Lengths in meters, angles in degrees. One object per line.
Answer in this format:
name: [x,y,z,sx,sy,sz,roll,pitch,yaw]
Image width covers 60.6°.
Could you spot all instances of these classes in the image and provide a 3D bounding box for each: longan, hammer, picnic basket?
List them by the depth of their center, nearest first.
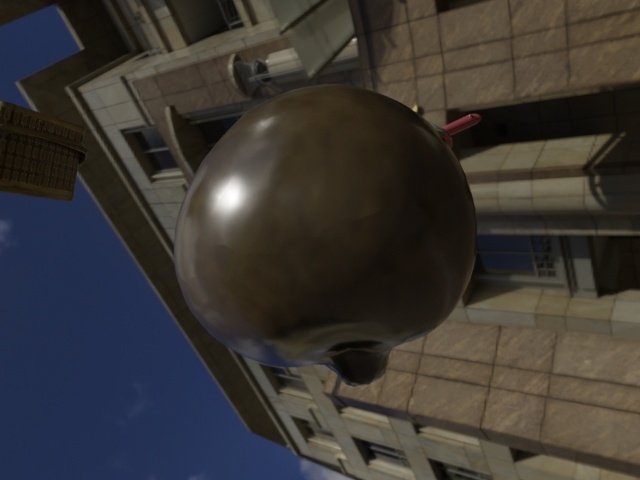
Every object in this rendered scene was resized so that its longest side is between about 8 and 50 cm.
longan: [0.000,0.000,0.531,0.243,0.300,0.300,-18,-75,-57]
picnic basket: [-0.331,-0.091,0.540,0.115,0.164,0.079,4,-84,-73]
hammer: [0.139,-0.118,0.587,0.083,0.052,0.031,-25,-46,-17]
